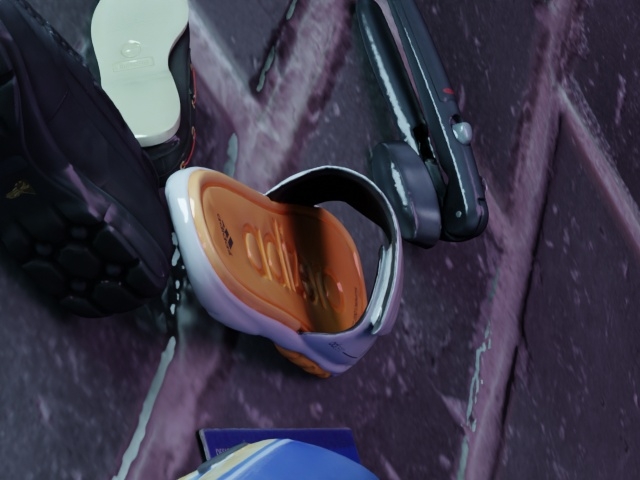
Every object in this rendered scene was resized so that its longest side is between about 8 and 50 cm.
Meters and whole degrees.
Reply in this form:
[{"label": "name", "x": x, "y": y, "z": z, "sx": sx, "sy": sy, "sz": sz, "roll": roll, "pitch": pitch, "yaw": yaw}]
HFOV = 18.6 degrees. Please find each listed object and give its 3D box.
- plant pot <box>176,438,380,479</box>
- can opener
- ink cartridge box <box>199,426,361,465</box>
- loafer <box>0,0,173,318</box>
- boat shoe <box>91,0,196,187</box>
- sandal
[{"label": "plant pot", "x": -0.057, "y": 0.199, "z": 0.583, "sx": 0.212, "sy": 0.236, "sz": 0.236, "roll": 63, "pitch": 17, "yaw": 1}, {"label": "can opener", "x": 0.064, "y": -0.083, "z": 1.244, "sx": 0.073, "sy": 0.059, "sz": 0.186, "roll": 21, "pitch": 53, "yaw": -57}, {"label": "ink cartridge box", "x": 0.042, "y": 0.243, "z": 0.957, "sx": 0.165, "sy": 0.065, "sz": 0.333, "roll": 7, "pitch": 65, "yaw": -62}, {"label": "loafer", "x": -0.133, "y": -0.059, "z": 0.823, "sx": 0.223, "sy": 0.076, "sz": 0.078, "roll": 55, "pitch": 23, "yaw": -38}, {"label": "boat shoe", "x": -0.087, "y": -0.083, "z": 0.967, "sx": 0.042, "sy": 0.049, "sz": 0.133, "roll": 84, "pitch": 0, "yaw": -48}, {"label": "sandal", "x": 0.003, "y": 0.010, "z": 0.993, "sx": 0.265, "sy": 0.076, "sz": 0.102, "roll": 20, "pitch": 54, "yaw": -72}]
